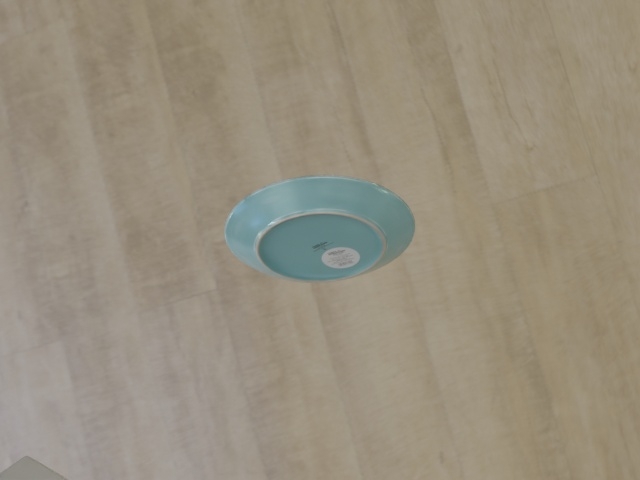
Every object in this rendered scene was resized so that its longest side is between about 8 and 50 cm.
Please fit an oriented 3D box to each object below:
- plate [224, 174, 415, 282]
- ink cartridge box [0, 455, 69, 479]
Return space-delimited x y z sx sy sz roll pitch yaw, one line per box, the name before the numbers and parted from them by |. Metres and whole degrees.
plate | 0.000 0.000 0.936 0.188 0.188 0.024 -15 54 18
ink cartridge box | -0.388 0.415 1.076 0.117 0.201 0.278 29 101 6
